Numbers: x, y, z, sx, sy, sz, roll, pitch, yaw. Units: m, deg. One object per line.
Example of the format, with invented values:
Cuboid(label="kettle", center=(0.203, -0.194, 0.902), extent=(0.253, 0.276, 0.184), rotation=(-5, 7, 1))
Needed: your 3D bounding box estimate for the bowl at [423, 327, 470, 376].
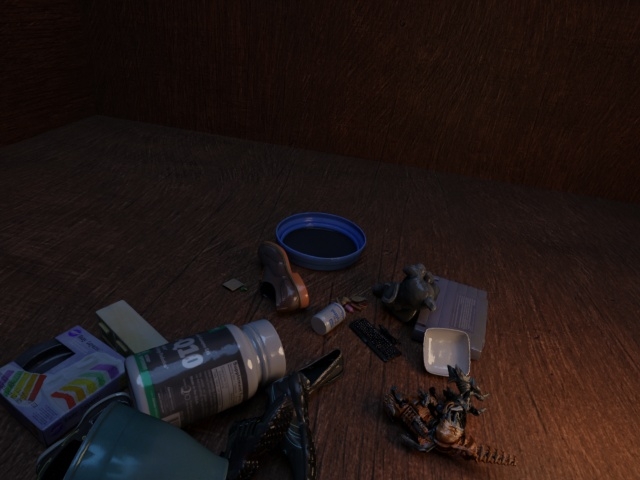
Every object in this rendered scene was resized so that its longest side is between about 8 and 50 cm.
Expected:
Cuboid(label="bowl", center=(0.383, 0.347, 1.265), extent=(0.142, 0.053, 0.142), rotation=(6, 68, 1))

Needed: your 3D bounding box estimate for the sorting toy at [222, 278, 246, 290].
Cuboid(label="sorting toy", center=(-0.311, 0.168, 1.501), extent=(0.083, 0.012, 0.062), rotation=(24, 30, 32))

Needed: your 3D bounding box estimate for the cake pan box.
Cuboid(label="cake pan box", center=(-0.666, 0.356, 1.062), extent=(0.266, 0.070, 0.245), rotation=(23, 32, 25))

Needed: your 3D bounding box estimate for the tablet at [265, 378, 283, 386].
Cuboid(label="tablet", center=(-0.137, 0.385, 1.182), extent=(0.054, 0.006, 0.083), rotation=(-1, 31, -13))

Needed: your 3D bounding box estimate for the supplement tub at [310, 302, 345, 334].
Cuboid(label="supplement tub", center=(0.027, 0.259, 1.364), extent=(0.071, 0.071, 0.107), rotation=(27, 36, 29))

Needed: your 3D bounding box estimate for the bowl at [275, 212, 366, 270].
Cuboid(label="bowl", center=(0.000, 0.000, 1.787), extent=(0.390, 0.077, 0.391), rotation=(5, 31, -3))

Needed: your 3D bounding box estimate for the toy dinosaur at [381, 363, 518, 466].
Cuboid(label="toy dinosaur", center=(0.325, 0.467, 1.053), extent=(0.322, 0.164, 0.218), rotation=(37, 54, 13))

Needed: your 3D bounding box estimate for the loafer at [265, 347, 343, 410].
Cuboid(label="loafer", center=(-0.040, 0.379, 1.134), extent=(0.267, 0.084, 0.096), rotation=(-21, 41, -39))

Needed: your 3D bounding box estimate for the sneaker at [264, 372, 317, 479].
Cuboid(label="sneaker", center=(-0.072, 0.459, 0.979), extent=(0.106, 0.101, 0.267), rotation=(-15, 48, 1))

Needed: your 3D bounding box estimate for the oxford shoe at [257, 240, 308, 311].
Cuboid(label="oxford shoe", center=(-0.175, 0.122, 1.502), extent=(0.132, 0.130, 0.364), rotation=(-15, 37, -23))

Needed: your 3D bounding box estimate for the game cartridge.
Cuboid(label="game cartridge", center=(0.473, 0.264, 1.464), extent=(0.230, 0.068, 0.355), rotation=(21, 33, 14))

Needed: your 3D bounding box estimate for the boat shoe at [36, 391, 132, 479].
Cuboid(label="boat shoe", center=(-0.501, 0.431, 0.881), extent=(0.227, 0.081, 0.068), rotation=(-43, 30, -13))

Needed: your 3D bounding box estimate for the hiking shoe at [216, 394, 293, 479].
Cuboid(label="hiking shoe", center=(-0.157, 0.432, 0.926), extent=(0.114, 0.086, 0.227), rotation=(32, 81, 41))

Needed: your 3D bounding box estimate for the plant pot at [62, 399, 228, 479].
Cuboid(label="plant pot", center=(-0.320, 0.474, 0.767), extent=(0.255, 0.272, 0.272), rotation=(19, 30, -7))

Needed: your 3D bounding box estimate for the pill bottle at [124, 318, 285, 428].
Cuboid(label="pill bottle", center=(-0.285, 0.335, 1.042), extent=(0.360, 0.204, 0.204), rotation=(-13, 36, -31))

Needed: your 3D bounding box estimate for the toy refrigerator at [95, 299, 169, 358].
Cuboid(label="toy refrigerator", center=(-0.532, 0.290, 1.166), extent=(0.269, 0.102, 0.094), rotation=(29, 37, 31))

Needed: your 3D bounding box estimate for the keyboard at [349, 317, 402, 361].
Cuboid(label="keyboard", center=(0.188, 0.310, 1.346), extent=(0.100, 0.038, 0.192), rotation=(-15, 38, -33))

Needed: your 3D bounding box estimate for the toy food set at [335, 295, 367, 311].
Cuboid(label="toy food set", center=(0.117, 0.232, 1.481), extent=(0.122, 0.019, 0.078), rotation=(5, 30, -19))

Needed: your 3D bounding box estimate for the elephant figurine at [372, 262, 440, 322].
Cuboid(label="elephant figurine", center=(0.284, 0.199, 1.434), extent=(0.186, 0.239, 0.170), rotation=(-8, 67, -60))
